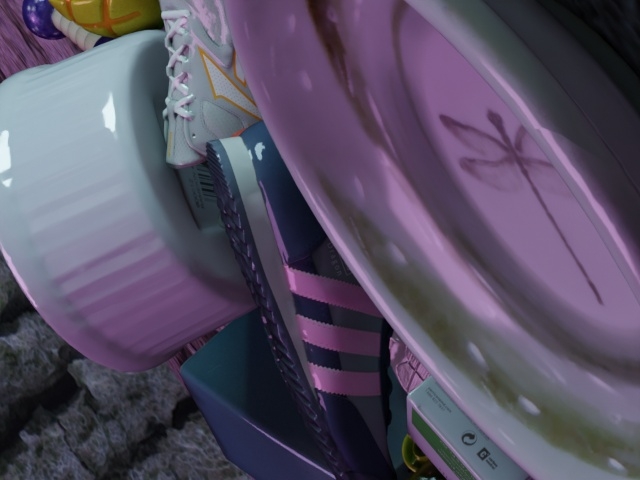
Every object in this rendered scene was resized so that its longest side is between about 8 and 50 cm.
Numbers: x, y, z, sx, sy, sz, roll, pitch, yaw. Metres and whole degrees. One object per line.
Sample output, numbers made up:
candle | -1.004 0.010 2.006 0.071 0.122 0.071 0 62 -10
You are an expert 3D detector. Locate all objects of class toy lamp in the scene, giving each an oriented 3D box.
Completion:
toy lamp | -0.230 -0.205 1.515 0.274 0.080 0.080 40 160 50

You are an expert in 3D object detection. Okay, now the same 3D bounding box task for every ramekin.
ramekin | -0.142 -0.041 1.234 0.277 0.135 0.277 45 -147 -41

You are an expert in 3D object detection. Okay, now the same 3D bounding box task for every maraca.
maraca | -0.199 -0.244 1.229 0.185 0.099 0.127 44 140 -11

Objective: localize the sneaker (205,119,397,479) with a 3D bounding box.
sneaker | 0.026 0.054 1.066 0.112 0.131 0.319 -131 21 -63

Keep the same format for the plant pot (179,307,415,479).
plant pot | 0.016 0.176 1.424 0.234 0.165 0.165 35 157 39

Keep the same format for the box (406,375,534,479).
box | 0.128 0.128 1.035 0.101 0.102 0.087 48 167 21

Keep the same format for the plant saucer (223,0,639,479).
plant saucer | 0.100 -0.022 0.773 0.400 0.100 0.400 51 166 18

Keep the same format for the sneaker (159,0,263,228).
sneaker | -0.082 -0.119 1.116 0.262 0.121 0.099 60 165 -21

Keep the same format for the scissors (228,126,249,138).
scissors | 0.000 0.000 1.171 0.297 0.109 0.021 70 177 -53

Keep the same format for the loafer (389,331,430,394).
loafer | 0.080 0.097 1.286 0.125 0.039 0.045 45 131 24

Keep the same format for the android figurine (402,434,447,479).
android figurine | 0.159 0.250 1.152 0.248 0.056 0.273 51 -169 31
